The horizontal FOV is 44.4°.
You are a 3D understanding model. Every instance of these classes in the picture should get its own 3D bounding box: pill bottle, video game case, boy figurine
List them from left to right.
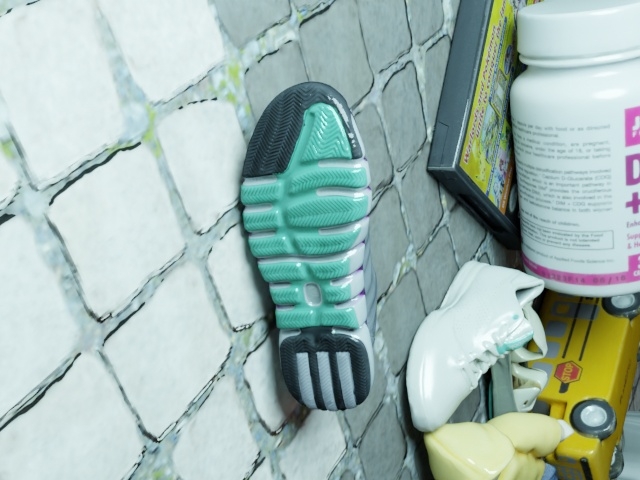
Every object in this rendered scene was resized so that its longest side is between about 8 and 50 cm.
[{"bbox_3d":[0.202,-0.156,0.853,0.248,0.035,0.274,33,67,-54],"label":"video game case"},{"bbox_3d":[0.194,0.248,0.805,0.177,0.092,0.285,-47,135,-7],"label":"boy figurine"},{"bbox_3d":[0.278,-0.099,0.798,0.160,0.161,0.282,-38,125,-49],"label":"pill bottle"}]

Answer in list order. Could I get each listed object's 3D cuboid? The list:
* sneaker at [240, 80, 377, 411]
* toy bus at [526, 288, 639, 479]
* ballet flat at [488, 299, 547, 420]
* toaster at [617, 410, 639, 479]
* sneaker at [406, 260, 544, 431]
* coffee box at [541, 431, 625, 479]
[{"bbox_3d":[0.000,0.000,0.539,0.098,0.083,0.223,-58,147,-68],"label":"sneaker"},{"bbox_3d":[0.342,0.154,1.013,0.332,0.130,0.108,-60,140,-34],"label":"toy bus"},{"bbox_3d":[0.222,0.141,0.884,0.072,0.068,0.213,-41,127,-49],"label":"ballet flat"},{"bbox_3d":[0.436,0.349,1.166,0.227,0.147,0.129,-49,132,-44],"label":"toaster"},{"bbox_3d":[0.154,0.095,0.749,0.212,0.094,0.080,-55,137,-39],"label":"sneaker"},{"bbox_3d":[0.325,0.323,1.033,0.246,0.098,0.141,-60,139,-35],"label":"coffee box"}]
